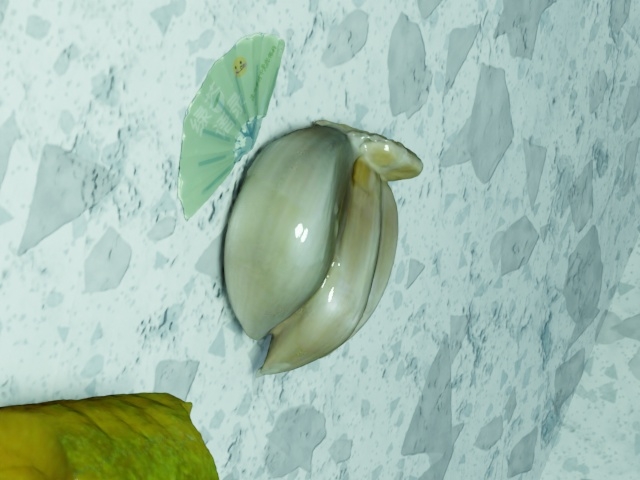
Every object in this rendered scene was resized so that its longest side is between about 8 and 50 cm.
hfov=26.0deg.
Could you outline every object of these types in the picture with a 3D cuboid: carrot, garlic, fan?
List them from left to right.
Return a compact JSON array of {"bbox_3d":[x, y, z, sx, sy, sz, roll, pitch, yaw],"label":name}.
[{"bbox_3d":[-0.215,0.265,1.291,0.341,0.242,0.241,6,99,-57],"label":"carrot"},{"bbox_3d":[-0.100,-0.133,1.507,0.240,0.009,0.131,-63,145,-16],"label":"fan"},{"bbox_3d":[-0.001,0.000,1.615,0.279,0.132,0.325,42,63,-47],"label":"garlic"}]
